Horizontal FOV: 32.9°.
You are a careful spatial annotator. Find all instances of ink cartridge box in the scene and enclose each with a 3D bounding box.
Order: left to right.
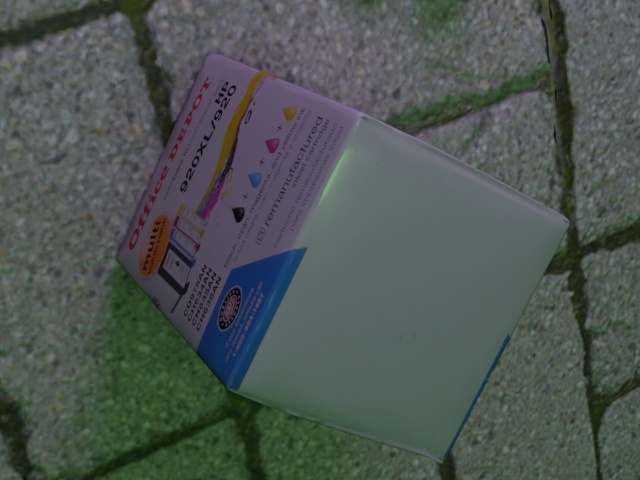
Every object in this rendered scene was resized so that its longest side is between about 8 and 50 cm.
[{"bbox_3d":[0.000,0.000,0.707,0.168,0.233,0.171,23,96,-31],"label":"ink cartridge box"}]
